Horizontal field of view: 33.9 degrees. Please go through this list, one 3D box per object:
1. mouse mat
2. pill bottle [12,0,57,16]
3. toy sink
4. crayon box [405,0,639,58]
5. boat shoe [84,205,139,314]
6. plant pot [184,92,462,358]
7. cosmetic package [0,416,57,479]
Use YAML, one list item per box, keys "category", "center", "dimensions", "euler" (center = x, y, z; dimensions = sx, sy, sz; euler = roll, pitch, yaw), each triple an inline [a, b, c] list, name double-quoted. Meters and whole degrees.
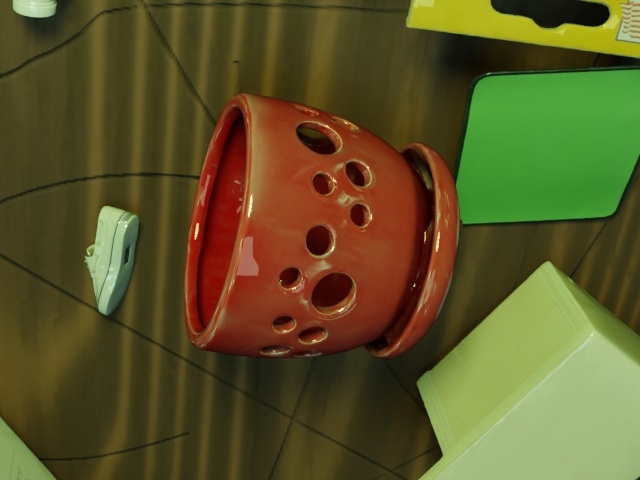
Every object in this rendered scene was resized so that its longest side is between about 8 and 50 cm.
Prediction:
- category: "mouse mat"
  center: [0.182, -0.070, 0.827]
  dimensions: [0.152, 0.007, 0.190]
  euler: [-3, 144, -3]
- category: "pill bottle"
  center: [-0.197, -0.200, 0.730]
  dimensions: [0.043, 0.043, 0.083]
  euler: [6, 120, -9]
- category: "toy sink"
  center: [0.185, 0.162, 0.940]
  dimensions: [0.153, 0.131, 0.234]
  euler: [36, 107, -24]
- category: "crayon box"
  center: [0.178, -0.293, 0.690]
  dimensions: [0.203, 0.083, 0.323]
  euler: [6, 120, -10]
- category: "boat shoe"
  center: [-0.178, 0.016, 0.873]
  dimensions: [0.035, 0.035, 0.100]
  euler: [24, 124, 12]
- category: "plant pot"
  center: [0.000, 0.000, 0.788]
  dimensions: [0.174, 0.191, 0.191]
  euler: [12, 119, -16]
- category: "cosmetic package"
  center: [-0.404, 0.328, 0.864]
  dimensions: [0.329, 0.327, 0.394]
  euler: [-25, 121, 9]
